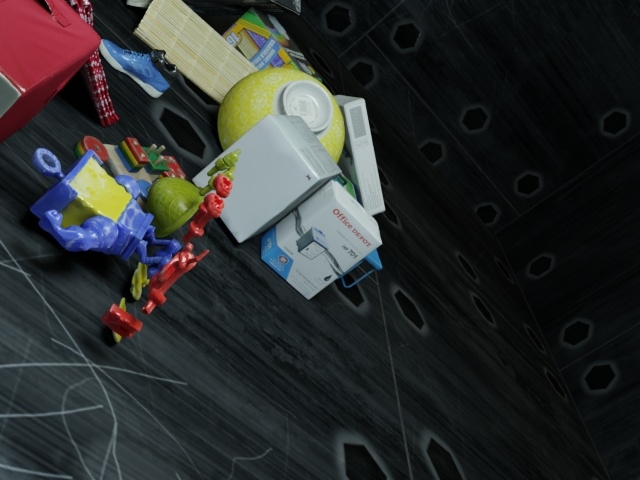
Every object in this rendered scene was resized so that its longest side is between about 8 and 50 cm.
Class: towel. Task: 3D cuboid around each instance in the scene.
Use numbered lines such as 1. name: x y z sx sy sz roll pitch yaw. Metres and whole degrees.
1. towel: -0.373 -0.326 1.083 0.198 0.031 0.275 60 -19 22

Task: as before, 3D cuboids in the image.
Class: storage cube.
1. storage cube: -0.400 -0.203 0.779 0.183 0.215 0.193 47 26 -18

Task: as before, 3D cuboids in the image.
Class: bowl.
1. bowl: -0.057 -0.256 1.503 0.290 0.156 0.289 8 71 -25

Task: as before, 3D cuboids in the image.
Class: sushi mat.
1. sushi mat: -0.275 -0.431 1.625 0.316 0.019 0.151 37 59 -37

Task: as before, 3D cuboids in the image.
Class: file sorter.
1. file sorter: 0.034 0.008 1.548 0.170 0.104 0.118 39 23 -34

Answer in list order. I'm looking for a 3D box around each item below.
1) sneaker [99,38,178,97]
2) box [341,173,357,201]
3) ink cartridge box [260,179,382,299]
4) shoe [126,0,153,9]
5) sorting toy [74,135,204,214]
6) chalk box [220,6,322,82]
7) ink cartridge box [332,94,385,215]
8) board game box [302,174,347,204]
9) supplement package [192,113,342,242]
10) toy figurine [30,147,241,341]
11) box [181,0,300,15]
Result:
1. sneaker: -0.340 -0.347 1.346 0.152 0.085 0.058 39 23 -32
2. box: 0.024 -0.110 1.735 0.087 0.102 0.101 41 22 -27
3. ink cartridge box: 0.000 0.000 1.351 0.139 0.191 0.082 43 21 -25
4. shoe: -0.389 -0.549 1.644 0.219 0.077 0.058 -8 106 -74
5. sorting toy: -0.267 -0.105 1.149 0.132 0.046 0.274 57 19 12
6. chalk box: -0.127 -0.423 1.833 0.289 0.179 0.180 54 18 2
7. ink cartridge box: 0.057 -0.230 1.850 0.261 0.066 0.296 31 -43 60
8. board game box: -0.044 -0.163 1.636 0.186 0.126 0.026 48 8 -12
9. supplement package: -0.094 -0.122 1.331 0.149 0.194 0.203 53 16 1
10. toy figurine: -0.255 -0.068 0.909 0.217 0.191 0.362 39 25 -18
11. box: -0.230 -0.625 1.786 0.242 0.308 0.076 -30 123 -72
